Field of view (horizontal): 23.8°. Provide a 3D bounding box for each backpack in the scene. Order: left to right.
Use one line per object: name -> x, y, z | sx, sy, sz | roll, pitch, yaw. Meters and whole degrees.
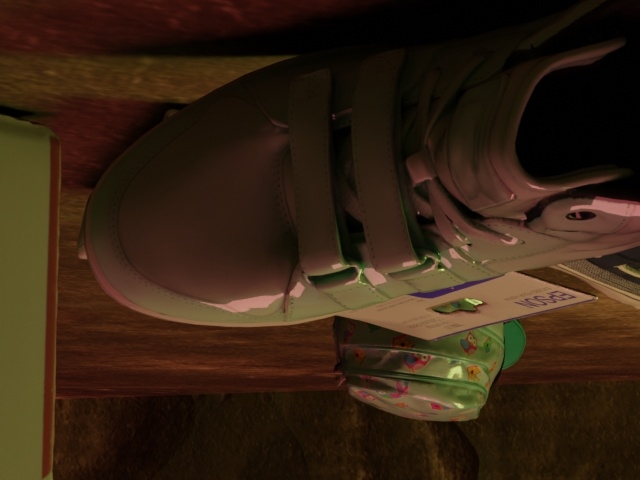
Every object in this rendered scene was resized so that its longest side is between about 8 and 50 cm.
backpack -> 0.077, 0.075, 1.125 | 0.152, 0.115, 0.182 | 2, 169, 3

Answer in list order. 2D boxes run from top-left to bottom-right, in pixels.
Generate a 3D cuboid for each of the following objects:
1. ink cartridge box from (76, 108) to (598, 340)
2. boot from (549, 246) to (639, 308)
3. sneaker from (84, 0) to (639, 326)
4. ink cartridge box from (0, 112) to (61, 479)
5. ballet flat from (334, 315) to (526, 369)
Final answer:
ink cartridge box -> 0.000, 0.000, 0.738 | 0.208, 0.045, 0.206 | 15, 167, -16
boot -> 0.168, -0.005, 0.739 | 0.190, 0.069, 0.086 | 9, 170, -42
sneaker -> 0.027, -0.031, 0.471 | 0.255, 0.094, 0.151 | -12, 175, 11
ink cartridge box -> -0.304, 0.094, 0.681 | 0.384, 0.279, 0.160 | -6, 171, 38
ballet flat -> 0.096, 0.071, 1.315 | 0.213, 0.072, 0.068 | 10, -166, -46
